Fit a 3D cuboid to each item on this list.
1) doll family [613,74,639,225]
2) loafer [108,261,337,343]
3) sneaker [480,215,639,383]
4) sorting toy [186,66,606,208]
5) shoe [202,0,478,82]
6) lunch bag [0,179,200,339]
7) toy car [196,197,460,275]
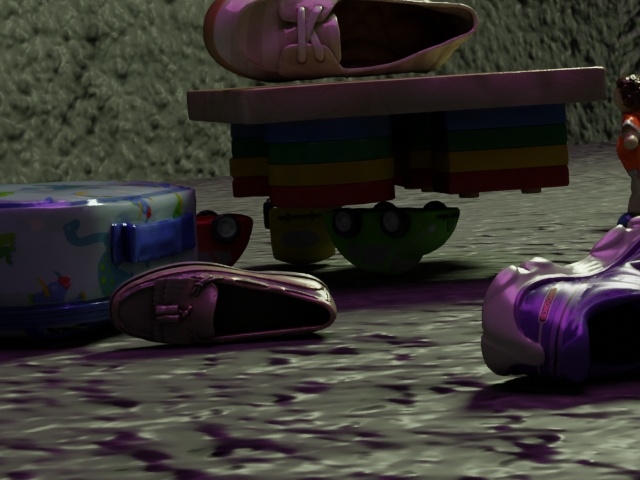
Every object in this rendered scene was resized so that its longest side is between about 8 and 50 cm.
[{"bbox_3d":[0.351,-0.105,1.756,0.118,0.163,0.263,-2,5,18],"label":"doll family"},{"bbox_3d":[-0.052,0.036,1.020,0.125,0.045,0.039,-1,11,-13],"label":"loafer"},{"bbox_3d":[0.147,0.037,0.852,0.071,0.068,0.170,21,28,41],"label":"sneaker"},{"bbox_3d":[0.048,-0.075,1.370,0.255,0.089,0.257,-5,5,-12],"label":"sorting toy"},{"bbox_3d":[0.018,-0.153,1.324,0.219,0.076,0.058,-5,0,-35],"label":"shoe"},{"bbox_3d":[-0.174,0.008,1.144,0.176,0.090,0.219,-3,4,16],"label":"lunch bag"},{"bbox_3d":[0.000,0.000,1.374,0.225,0.053,0.239,0,6,36],"label":"toy car"}]
